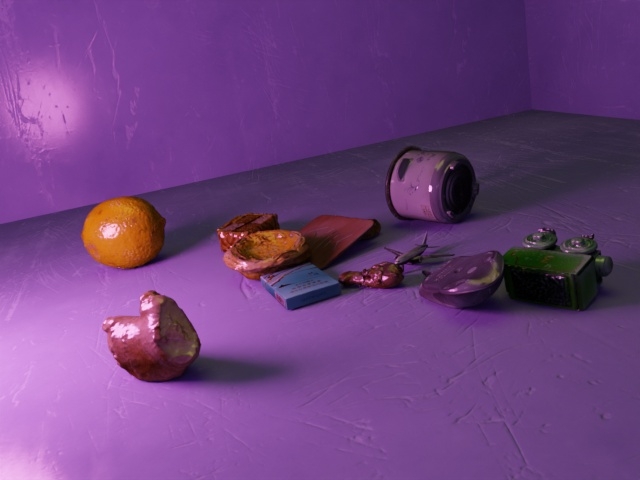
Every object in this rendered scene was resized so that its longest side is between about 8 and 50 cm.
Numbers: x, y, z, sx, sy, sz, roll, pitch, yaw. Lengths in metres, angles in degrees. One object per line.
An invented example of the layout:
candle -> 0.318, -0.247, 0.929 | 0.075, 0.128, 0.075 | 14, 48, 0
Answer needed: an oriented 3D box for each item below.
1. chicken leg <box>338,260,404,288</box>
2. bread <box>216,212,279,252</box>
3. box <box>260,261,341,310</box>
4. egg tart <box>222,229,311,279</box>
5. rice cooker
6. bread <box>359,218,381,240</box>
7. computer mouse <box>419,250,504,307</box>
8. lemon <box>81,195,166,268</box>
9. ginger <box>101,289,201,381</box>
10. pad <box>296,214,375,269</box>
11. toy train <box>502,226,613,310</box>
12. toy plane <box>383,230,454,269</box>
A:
chicken leg -> 0.139, 0.101, 1.829 | 0.197, 0.069, 0.085 | -8, 39, 28
bread -> -0.260, -0.026, 2.387 | 0.181, 0.096, 0.222 | 1, 22, 31
box -> -0.061, 0.124, 1.880 | 0.161, 0.042, 0.229 | -15, 18, -18
egg tart -> -0.167, 0.053, 2.075 | 0.290, 0.107, 0.291 | -6, 21, 2
rice cooker -> 0.368, -0.189, 2.295 | 0.316, 0.264, 0.317 | 20, -10, 4
bread -> 0.161, -0.038, 2.256 | 0.066, 0.060, 0.110 | 19, 27, 33
computer mouse -> 0.341, 0.103, 1.647 | 0.167, 0.090, 0.379 | -35, 8, -11
lemon -> -0.701, -0.026, 2.363 | 0.310, 0.258, 0.258 | -6, 17, 2
ginger -> -0.382, 0.215, 1.508 | 0.275, 0.221, 0.130 | 8, 33, 26
pad -> 0.000, 0.000, 2.188 | 0.284, 0.018, 0.286 | 9, 38, 47
toy train -> 0.552, 0.070, 1.582 | 0.243, 0.133, 0.188 | 9, 33, 46
toy plane -> 0.270, 0.040, 1.942 | 0.225, 0.058, 0.226 | 6, 26, 32
